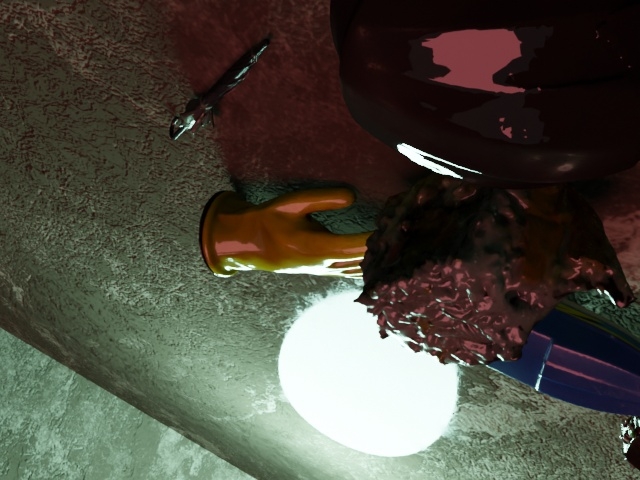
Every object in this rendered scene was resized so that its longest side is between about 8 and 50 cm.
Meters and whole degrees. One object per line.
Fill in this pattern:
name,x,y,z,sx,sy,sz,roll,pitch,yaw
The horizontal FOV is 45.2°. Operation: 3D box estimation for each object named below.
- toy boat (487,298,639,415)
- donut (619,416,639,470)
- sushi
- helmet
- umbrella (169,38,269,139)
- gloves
toy boat,0.281,0.124,0.880,0.295,0.088,0.129,24,138,24
donut,0.477,0.238,0.900,0.235,0.089,0.235,23,153,13
sushi,0.150,0.013,0.734,0.139,0.184,0.274,39,150,-19
helmet,0.139,-0.131,0.521,0.305,0.177,0.225,20,149,21
umbrella,-0.118,-0.156,0.868,0.044,0.044,0.269,9,165,-30
gloves,0.001,0.000,0.978,0.294,0.116,0.133,4,172,25
